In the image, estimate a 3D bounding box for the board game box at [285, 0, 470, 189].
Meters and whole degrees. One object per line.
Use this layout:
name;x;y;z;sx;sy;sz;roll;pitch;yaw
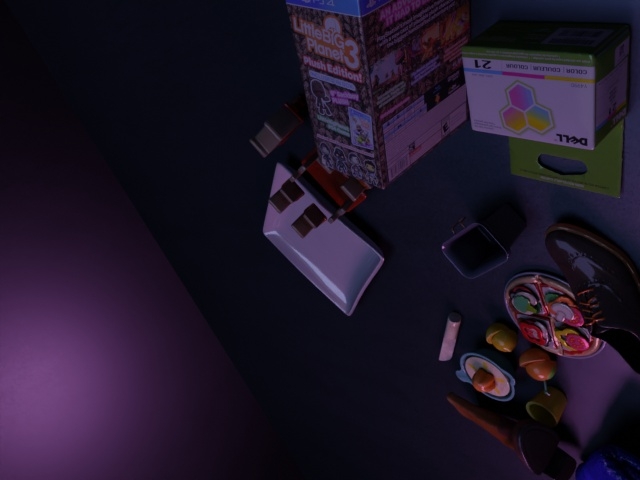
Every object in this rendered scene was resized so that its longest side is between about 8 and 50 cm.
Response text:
board game box;0.098;-0.268;0.899;0.141;0.232;0.291;27;143;37

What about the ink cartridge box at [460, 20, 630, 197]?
ink cartridge box;0.315;-0.163;0.853;0.189;0.097;0.255;21;139;43

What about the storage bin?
storage bin;0.289;-0.009;1.079;0.098;0.091;0.135;49;151;3

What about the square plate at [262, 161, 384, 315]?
square plate;0.000;0.000;1.555;0.347;0.049;0.344;44;152;13

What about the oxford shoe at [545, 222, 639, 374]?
oxford shoe;0.446;0.089;0.959;0.271;0.098;0.097;48;152;6

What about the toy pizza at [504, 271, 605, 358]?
toy pizza;0.424;0.145;1.128;0.201;0.032;0.201;36;149;26

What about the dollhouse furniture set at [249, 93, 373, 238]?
dollhouse furniture set;-0.009;-0.169;1.291;0.259;0.135;0.262;47;140;-6

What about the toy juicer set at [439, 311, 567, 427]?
toy juicer set;0.354;0.261;1.308;0.329;0.089;0.209;20;139;45

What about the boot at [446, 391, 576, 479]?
boot;0.397;0.398;1.347;0.264;0.096;0.280;33;177;-41

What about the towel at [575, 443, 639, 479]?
towel;0.604;0.502;1.165;0.227;0.076;0.308;34;164;27
